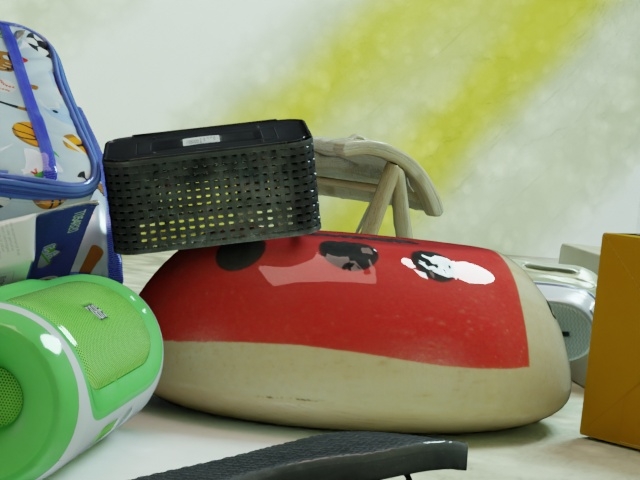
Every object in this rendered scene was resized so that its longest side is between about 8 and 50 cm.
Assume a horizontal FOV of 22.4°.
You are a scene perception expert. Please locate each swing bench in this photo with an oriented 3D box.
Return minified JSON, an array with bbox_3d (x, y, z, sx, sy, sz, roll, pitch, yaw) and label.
[{"bbox_3d":[0.000,0.000,1.864,0.165,0.255,0.253,3,6,-37],"label":"swing bench"}]

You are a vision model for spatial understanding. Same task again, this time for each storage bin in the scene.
[{"bbox_3d":[-0.095,-0.050,1.412,0.180,0.084,0.122,-6,14,-4],"label":"storage bin"}]

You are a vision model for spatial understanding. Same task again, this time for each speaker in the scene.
[{"bbox_3d":[-0.197,0.094,1.157,0.131,0.131,0.296,7,4,6],"label":"speaker"}]

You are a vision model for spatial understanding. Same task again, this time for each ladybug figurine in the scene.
[{"bbox_3d":[0.026,0.076,1.483,0.449,0.162,0.305,4,5,-25],"label":"ladybug figurine"}]

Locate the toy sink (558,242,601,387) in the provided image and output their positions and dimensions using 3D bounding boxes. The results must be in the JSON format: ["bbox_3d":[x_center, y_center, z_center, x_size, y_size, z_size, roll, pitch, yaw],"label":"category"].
[{"bbox_3d":[0.359,0.092,1.855,0.131,0.153,0.234,6,3,-7],"label":"toy sink"}]

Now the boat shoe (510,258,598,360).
[{"bbox_3d":[0.146,0.066,1.682,0.302,0.109,0.094,7,29,16],"label":"boat shoe"}]

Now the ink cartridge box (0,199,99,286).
[{"bbox_3d":[-0.290,0.046,1.272,0.224,0.045,0.223,-14,-16,-20],"label":"ink cartridge box"}]

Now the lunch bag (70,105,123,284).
[{"bbox_3d":[-0.376,-0.013,1.558,0.328,0.239,0.385,7,16,-20],"label":"lunch bag"}]

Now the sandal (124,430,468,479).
[{"bbox_3d":[-0.019,0.164,1.042,0.254,0.054,0.097,-7,3,-30],"label":"sandal"}]

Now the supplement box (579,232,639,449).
[{"bbox_3d":[0.357,0.095,1.504,0.129,0.191,0.194,10,6,42],"label":"supplement box"}]

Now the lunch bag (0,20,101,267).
[{"bbox_3d":[-0.319,-0.103,1.412,0.243,0.115,0.303,6,34,-25],"label":"lunch bag"}]
